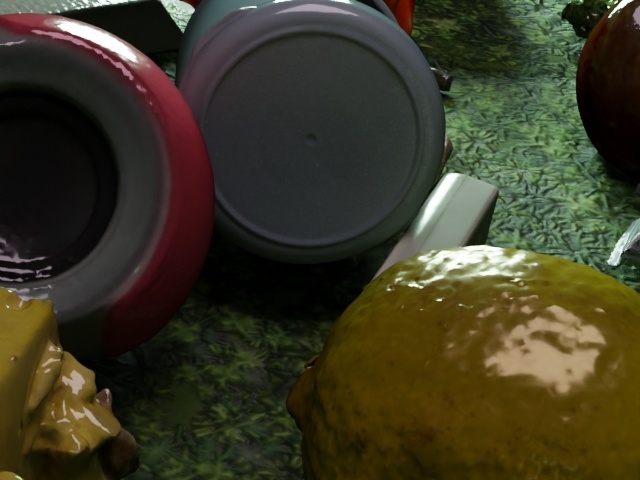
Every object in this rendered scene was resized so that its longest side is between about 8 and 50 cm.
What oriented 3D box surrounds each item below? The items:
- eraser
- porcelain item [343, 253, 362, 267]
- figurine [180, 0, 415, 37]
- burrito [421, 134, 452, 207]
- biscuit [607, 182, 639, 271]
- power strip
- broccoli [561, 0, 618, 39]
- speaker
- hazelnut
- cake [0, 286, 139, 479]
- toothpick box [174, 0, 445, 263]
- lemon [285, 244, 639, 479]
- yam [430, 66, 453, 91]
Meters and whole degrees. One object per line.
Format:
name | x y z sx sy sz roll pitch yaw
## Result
eraser | -0.313 -0.239 1.877 0.353 0.077 0.111 -14 42 -33
porcelain item | 0.000 0.000 1.628 0.083 0.028 0.036 21 17 21
figurine | -0.088 -0.322 1.839 0.412 0.241 0.306 12 1 -44
burrito | 0.093 -0.064 1.740 0.055 0.041 0.149 8 33 24
biscuit | 0.447 0.013 1.676 0.309 0.079 0.186 17 35 11
power strip | 0.091 0.037 1.525 0.058 0.098 0.338 18 33 12
broccoli | 0.399 -0.359 2.065 0.177 0.274 0.198 17 32 18
speaker | -0.224 -0.036 1.372 0.294 0.294 0.294 7 32 -4
hazelnut | 0.389 -0.181 1.851 0.218 0.218 0.234 29 35 28
cake | -0.272 0.162 1.122 0.286 0.222 0.227 15 35 8
toothpick box | -0.032 -0.132 1.619 0.263 0.263 0.354 6 18 -6
lemon | 0.134 0.140 1.220 0.322 0.268 0.268 16 32 21
yam | 0.048 -0.221 1.984 0.234 0.029 0.027 23 38 21
